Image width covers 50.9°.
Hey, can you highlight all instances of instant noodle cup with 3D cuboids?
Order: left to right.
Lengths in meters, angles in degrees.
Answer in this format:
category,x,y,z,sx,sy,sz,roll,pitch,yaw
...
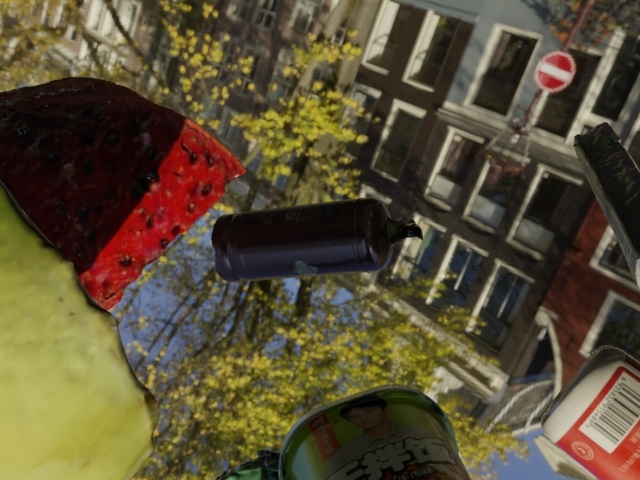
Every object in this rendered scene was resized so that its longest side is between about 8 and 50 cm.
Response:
category,x,y,z,sx,sy,sz,roll,pitch,yaw
instant noodle cup,0.095,0.369,0.849,0.294,0.294,0.308,17,-174,-10

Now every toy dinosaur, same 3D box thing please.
category,x,y,z,sx,sy,sz,roll,pitch,yaw
toy dinosaur,-0.122,0.381,1.007,0.292,0.079,0.120,-21,-169,-30

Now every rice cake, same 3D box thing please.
category,x,y,z,sx,sy,sz,roll,pitch,yaw
rice cake,0.214,-0.026,0.468,0.047,0.036,0.206,51,-155,-20

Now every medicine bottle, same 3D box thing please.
category,x,y,z,sx,sy,sz,roll,pitch,yaw
medicine bottle,0.371,0.232,0.714,0.250,0.131,0.131,39,-157,20

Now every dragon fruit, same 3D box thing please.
category,x,y,z,sx,sy,sz,roll,pitch,yaw
dragon fruit,-0.294,-0.007,0.702,0.302,0.330,0.240,27,-135,-39

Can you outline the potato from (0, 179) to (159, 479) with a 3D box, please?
category,x,y,z,sx,sy,sz,roll,pitch,yaw
potato,-0.250,0.085,0.309,0.280,0.330,0.213,44,-138,-2

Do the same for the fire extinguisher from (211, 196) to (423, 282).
category,x,y,z,sx,sy,sz,roll,pitch,yaw
fire extinguisher,0.000,0.000,1.022,0.337,0.114,0.135,-6,-170,21
